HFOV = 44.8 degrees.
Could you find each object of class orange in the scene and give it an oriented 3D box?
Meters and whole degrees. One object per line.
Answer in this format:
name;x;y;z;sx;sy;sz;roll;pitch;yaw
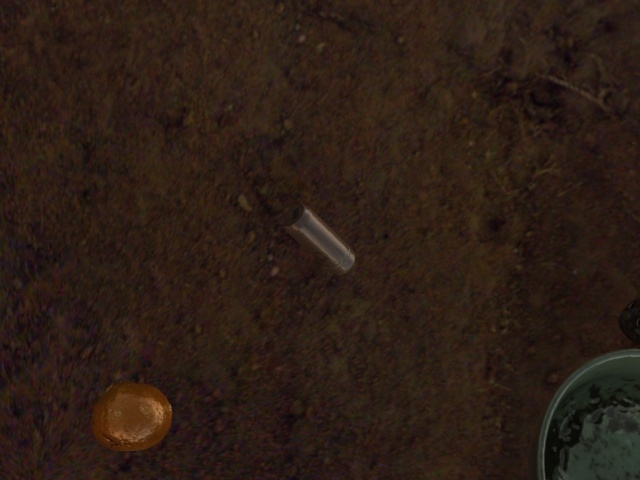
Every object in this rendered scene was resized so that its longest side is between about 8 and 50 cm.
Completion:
orange;-0.320;0.297;1.318;0.136;0.135;0.117;-6;97;-22

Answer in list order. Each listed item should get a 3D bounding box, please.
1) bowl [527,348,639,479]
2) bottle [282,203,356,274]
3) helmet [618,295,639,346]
bowl;0.368;0.287;0.938;0.290;0.146;0.289;3;68;-9
bottle;0.000;0.000;1.254;0.140;0.053;0.053;42;61;-33
helmet;0.533;0.117;1.106;0.177;0.107;0.153;21;29;-8
